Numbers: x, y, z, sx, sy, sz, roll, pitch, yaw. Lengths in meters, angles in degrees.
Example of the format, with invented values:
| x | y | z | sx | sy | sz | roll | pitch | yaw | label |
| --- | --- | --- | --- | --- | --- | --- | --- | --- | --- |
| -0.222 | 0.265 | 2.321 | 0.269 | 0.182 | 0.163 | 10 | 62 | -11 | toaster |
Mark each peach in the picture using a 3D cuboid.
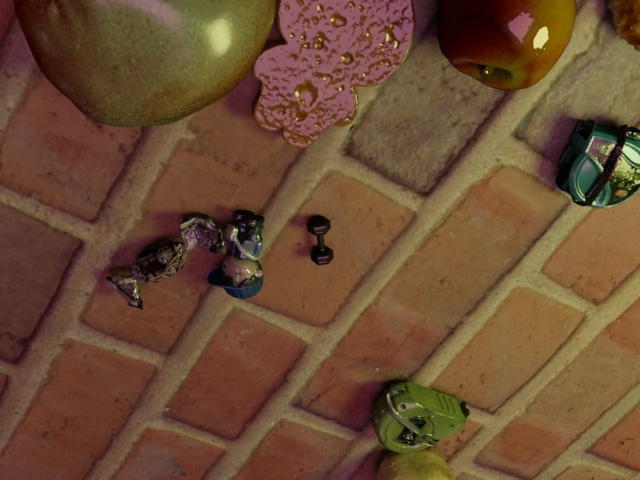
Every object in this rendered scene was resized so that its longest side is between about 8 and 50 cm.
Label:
| x | y | z | sx | sy | sz | roll | pitch | yaw | label |
| --- | --- | --- | --- | --- | --- | --- | --- | --- | --- |
| 0.247 | -0.308 | 0.852 | 0.197 | 0.197 | 0.197 | -3 | 121 | -5 | peach |

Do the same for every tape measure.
| x | y | z | sx | sy | sz | roll | pitch | yaw | label |
| --- | --- | --- | --- | --- | --- | --- | --- | --- | --- |
| 0.457 | -0.118 | 1.041 | 0.125 | 0.081 | 0.146 | 13 | 119 | -10 | tape measure |
| 0.181 | 0.357 | 1.295 | 0.177 | 0.087 | 0.154 | 26 | 116 | -18 | tape measure |

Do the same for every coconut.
| x | y | z | sx | sy | sz | roll | pitch | yaw | label |
| --- | --- | --- | --- | --- | --- | --- | --- | --- | --- |
| 0.200 | 0.534 | 1.343 | 0.194 | 0.194 | 0.194 | -3 | 121 | -5 | coconut |

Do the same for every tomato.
| x | y | z | sx | sy | sz | roll | pitch | yaw | label |
| --- | --- | --- | --- | --- | --- | --- | --- | --- | --- |
| -0.213 | -0.281 | 0.774 | 0.303 | 0.239 | 0.303 | -3 | 125 | -4 | tomato |

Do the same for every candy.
| x | y | z | sx | sy | sz | roll | pitch | yaw | label |
| --- | --- | --- | --- | --- | --- | --- | --- | --- | --- |
| -0.252 | 0.036 | 1.059 | 0.226 | 0.051 | 0.094 | -29 | 81 | 16 | candy |

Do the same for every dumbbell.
| x | y | z | sx | sy | sz | roll | pitch | yaw | label |
| --- | --- | --- | --- | --- | --- | --- | --- | --- | --- |
| 0.000 | 0.000 | 1.088 | 0.036 | 0.040 | 0.083 | 9 | 125 | 24 | dumbbell |

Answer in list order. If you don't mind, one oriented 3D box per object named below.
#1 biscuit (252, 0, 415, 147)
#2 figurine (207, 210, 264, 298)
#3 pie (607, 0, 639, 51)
| x | y | z | sx | sy | sz | roll | pitch | yaw | label |
| --- | --- | --- | --- | --- | --- | --- | --- | --- | --- |
| 0.011 | -0.267 | 0.923 | 0.202 | 0.044 | 0.289 | 23 | 117 | -18 | biscuit |
| -0.131 | 0.025 | 1.073 | 0.086 | 0.087 | 0.149 | 21 | 109 | 24 | figurine |
| 0.508 | -0.350 | 0.893 | 0.205 | 0.084 | 0.179 | -18 | 130 | 20 | pie |
